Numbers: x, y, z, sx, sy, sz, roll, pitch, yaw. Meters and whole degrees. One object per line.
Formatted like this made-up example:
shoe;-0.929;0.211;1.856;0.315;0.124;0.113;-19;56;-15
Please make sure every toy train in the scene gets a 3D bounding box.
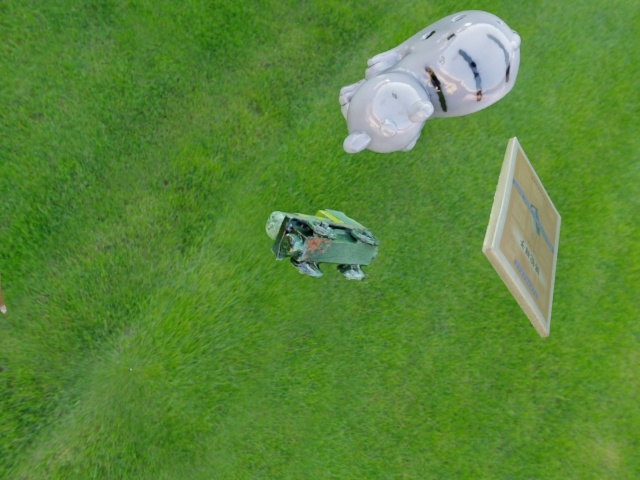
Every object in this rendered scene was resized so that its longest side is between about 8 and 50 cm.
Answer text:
toy train;0.000;-0.001;0.835;0.200;0.132;0.083;11;109;-49

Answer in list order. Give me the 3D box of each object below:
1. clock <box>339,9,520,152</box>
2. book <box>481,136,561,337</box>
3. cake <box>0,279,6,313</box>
clock;0.099;-0.138;0.493;0.176;0.117;0.080;-25;117;16
book;0.286;-0.013;0.748;0.170;0.018;0.242;50;45;-24
cake;-0.299;0.021;0.390;0.098;0.287;0.135;-9;101;-37
